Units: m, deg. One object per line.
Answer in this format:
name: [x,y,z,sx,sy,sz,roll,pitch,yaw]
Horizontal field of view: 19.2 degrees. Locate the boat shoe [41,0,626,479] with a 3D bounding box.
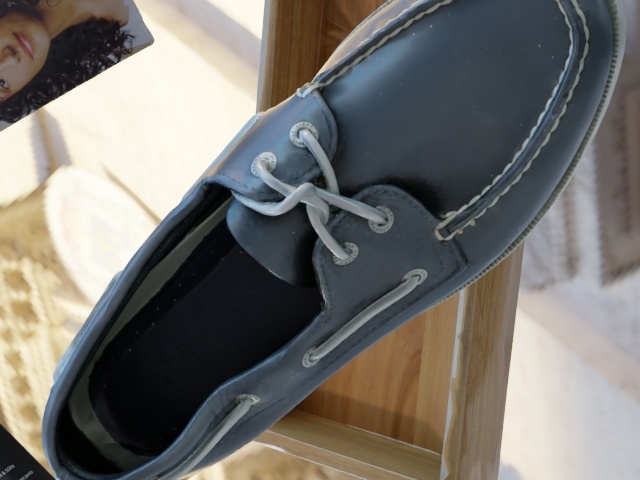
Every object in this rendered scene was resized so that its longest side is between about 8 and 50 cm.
boat shoe: [0.000,0.000,0.794,0.319,0.116,0.099,-42,-2,21]

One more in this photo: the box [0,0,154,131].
box: [-0.200,-0.074,0.881,0.232,0.058,0.087,-32,-64,-5]

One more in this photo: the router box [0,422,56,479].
router box: [-0.240,0.204,1.028,0.081,0.243,0.309,-40,-7,-47]

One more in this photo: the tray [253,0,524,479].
tray: [0.049,-0.033,1.381,0.076,0.203,0.411,-13,-67,-54]
